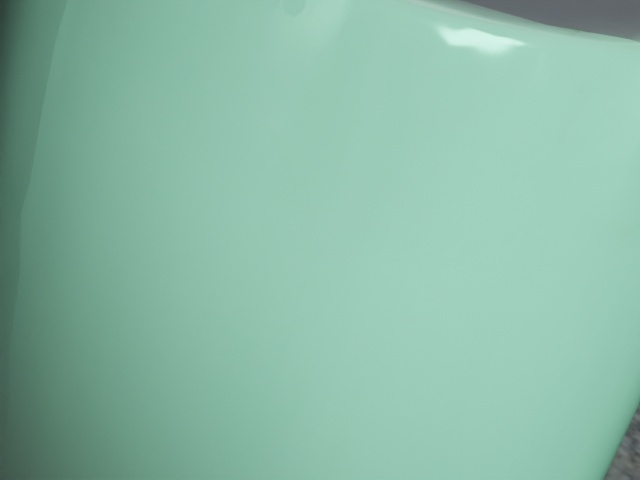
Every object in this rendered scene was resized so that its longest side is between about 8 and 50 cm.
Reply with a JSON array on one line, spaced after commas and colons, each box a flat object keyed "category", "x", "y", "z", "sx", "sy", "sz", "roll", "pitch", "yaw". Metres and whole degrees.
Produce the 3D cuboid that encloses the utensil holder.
[{"category": "utensil holder", "x": 0.000, "y": 0.000, "z": 0.690, "sx": 0.328, "sy": 0.385, "sz": 0.327, "roll": 13, "pitch": 33, "yaw": -8}]
